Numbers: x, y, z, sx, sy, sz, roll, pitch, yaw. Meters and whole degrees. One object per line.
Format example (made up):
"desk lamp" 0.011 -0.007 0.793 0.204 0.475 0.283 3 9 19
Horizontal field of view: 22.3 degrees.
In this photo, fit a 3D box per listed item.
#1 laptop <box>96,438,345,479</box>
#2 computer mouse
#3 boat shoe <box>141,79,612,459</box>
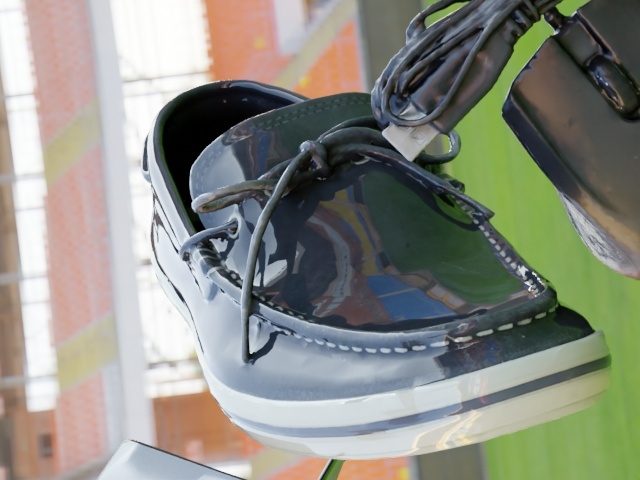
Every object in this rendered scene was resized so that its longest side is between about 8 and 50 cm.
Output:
"laptop" -0.171 0.310 1.319 0.382 0.407 0.236 -57 -43 -24
"computer mouse" 0.171 -0.058 0.910 0.272 0.188 0.072 41 -177 -36
"boat shoe" 0.000 0.000 0.957 0.500 0.186 0.156 -146 44 -66
